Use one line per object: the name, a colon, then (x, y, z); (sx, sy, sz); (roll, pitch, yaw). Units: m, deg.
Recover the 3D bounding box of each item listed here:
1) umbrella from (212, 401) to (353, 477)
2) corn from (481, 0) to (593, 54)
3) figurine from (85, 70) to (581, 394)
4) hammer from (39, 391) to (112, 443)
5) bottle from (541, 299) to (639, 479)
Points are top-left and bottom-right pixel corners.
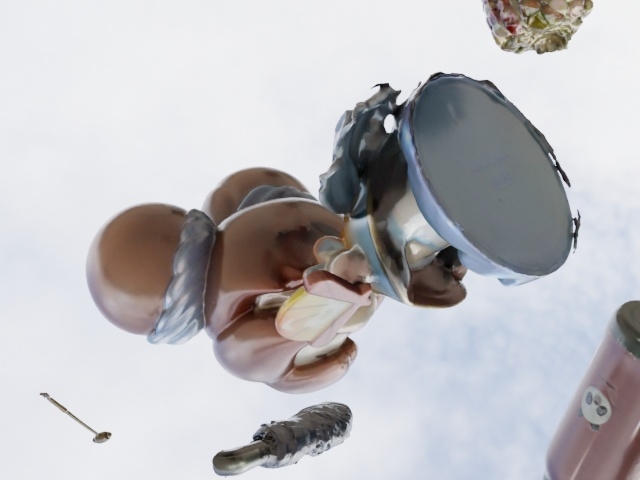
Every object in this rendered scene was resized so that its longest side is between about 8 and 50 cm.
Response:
umbrella: (-0.039, 0.240, 1.416); (0.071, 0.071, 0.248); (29, -160, 22)
corn: (0.160, -0.288, 1.002); (0.092, 0.092, 0.281); (-5, -103, -17)
figurine: (0.000, 0.001, 1.079); (0.276, 0.388, 0.248); (-19, -102, -47)
hammer: (-0.298, 0.215, 1.469); (0.029, 0.123, 0.014); (-22, -134, 20)
bottle: (0.377, 0.249, 1.572); (0.143, 0.336, 0.144); (18, -154, -9)
